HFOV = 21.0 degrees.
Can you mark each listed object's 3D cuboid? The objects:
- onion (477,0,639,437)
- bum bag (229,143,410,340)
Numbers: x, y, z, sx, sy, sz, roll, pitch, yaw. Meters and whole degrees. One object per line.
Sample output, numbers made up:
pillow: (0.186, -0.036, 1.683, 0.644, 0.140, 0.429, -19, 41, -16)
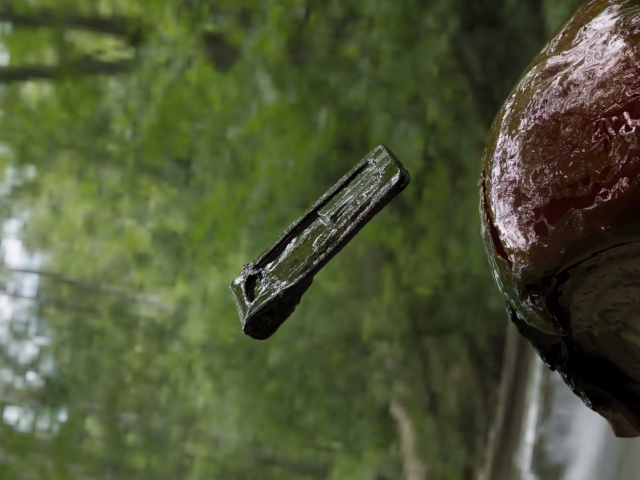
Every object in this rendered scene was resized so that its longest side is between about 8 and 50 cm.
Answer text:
onion: (0.259, -0.029, 1.123, 0.341, 0.341, 0.341, 7, -90, -83)
bum bag: (0.000, 0.000, 1.211, 0.159, 0.026, 0.109, -43, 16, 6)
